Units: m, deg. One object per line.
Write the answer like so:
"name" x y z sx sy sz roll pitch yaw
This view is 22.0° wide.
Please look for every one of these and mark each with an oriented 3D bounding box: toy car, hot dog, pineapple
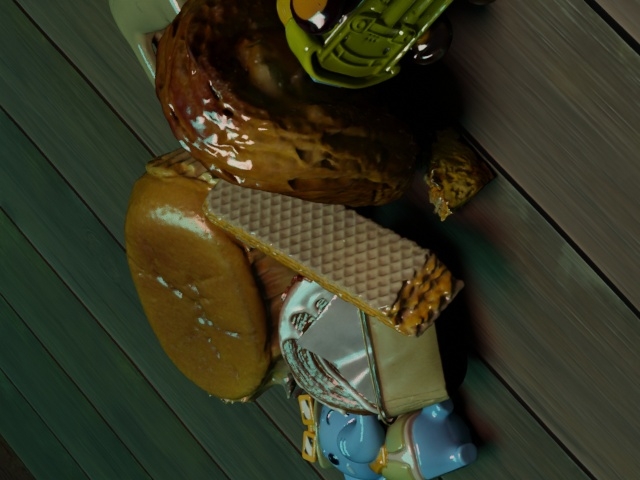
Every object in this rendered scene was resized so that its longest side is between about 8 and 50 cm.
"toy car" 0.059 -0.266 1.546 0.248 0.200 0.142 -44 61 23
"hot dog" -0.019 -0.145 1.728 0.174 0.387 0.267 -34 77 17
"pineapple" 0.147 -0.060 1.789 0.114 0.077 0.114 95 170 -63

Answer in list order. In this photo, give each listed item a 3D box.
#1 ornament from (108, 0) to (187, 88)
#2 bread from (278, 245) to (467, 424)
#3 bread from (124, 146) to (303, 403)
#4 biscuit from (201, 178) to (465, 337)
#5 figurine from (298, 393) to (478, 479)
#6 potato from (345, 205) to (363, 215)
"ornament" -0.192 -0.306 2.048 0.230 0.061 0.245 -8 115 57
"bread" 0.059 0.102 1.949 0.212 0.142 0.224 -3 110 23
"bread" -0.132 0.049 2.185 0.236 0.183 0.389 21 135 43
"biscuit" 0.000 0.000 1.867 0.378 0.094 0.054 30 165 45
"figurine" 0.083 0.232 2.094 0.262 0.154 0.180 -16 115 50
"potato" 0.021 -0.047 1.972 0.096 0.066 0.103 63 155 17
